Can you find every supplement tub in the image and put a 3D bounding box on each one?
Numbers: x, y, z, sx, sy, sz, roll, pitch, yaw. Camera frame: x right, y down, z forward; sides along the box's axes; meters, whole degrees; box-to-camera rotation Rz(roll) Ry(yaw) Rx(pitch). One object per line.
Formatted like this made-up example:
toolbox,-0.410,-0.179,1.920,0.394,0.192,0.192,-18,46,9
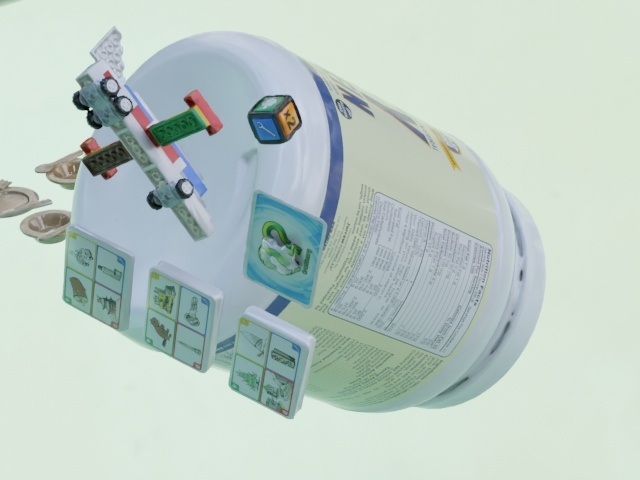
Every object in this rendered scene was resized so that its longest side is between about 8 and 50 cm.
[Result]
supplement tub,0.000,0.000,1.296,0.325,0.235,0.235,22,16,-46

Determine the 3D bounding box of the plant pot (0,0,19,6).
plant pot,-0.346,-0.310,1.468,0.280,0.323,0.323,-8,36,-39

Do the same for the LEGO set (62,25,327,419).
LEGO set,-0.071,-0.017,1.054,0.182,0.244,0.060,26,48,15

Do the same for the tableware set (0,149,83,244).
tableware set,-0.240,-0.038,1.602,0.141,0.020,0.168,-25,36,-35
